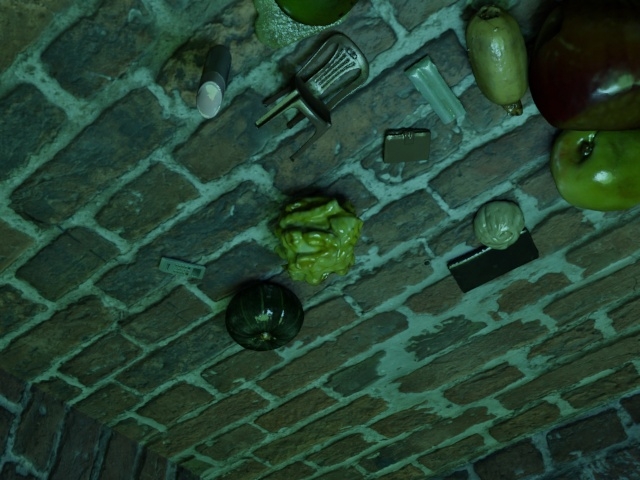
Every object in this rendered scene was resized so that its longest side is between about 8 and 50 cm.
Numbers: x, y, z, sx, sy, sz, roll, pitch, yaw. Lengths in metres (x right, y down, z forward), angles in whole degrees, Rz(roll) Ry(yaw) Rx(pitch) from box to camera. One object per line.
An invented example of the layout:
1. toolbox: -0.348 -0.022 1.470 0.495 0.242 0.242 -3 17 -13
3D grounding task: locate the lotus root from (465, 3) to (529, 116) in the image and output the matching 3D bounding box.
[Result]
1. lotus root: 0.501 -0.492 1.673 0.151 0.169 0.343 -20 127 9

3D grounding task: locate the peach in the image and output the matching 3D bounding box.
1. peach: 0.881 -0.232 1.836 0.314 0.282 0.315 -38 128 18

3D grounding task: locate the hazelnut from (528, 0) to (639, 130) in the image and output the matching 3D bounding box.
1. hazelnut: 0.773 -0.460 1.567 0.428 0.402 0.402 1 130 -20

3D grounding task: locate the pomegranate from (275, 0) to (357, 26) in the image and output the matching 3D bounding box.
1. pomegranate: -0.042 -0.685 1.421 0.358 0.216 0.310 11 110 -9

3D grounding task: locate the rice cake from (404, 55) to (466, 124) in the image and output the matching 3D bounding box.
1. rice cake: 0.349 -0.446 1.785 0.085 0.040 0.226 -34 123 21

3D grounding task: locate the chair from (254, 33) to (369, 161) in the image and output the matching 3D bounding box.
1. chair: -0.012 -0.413 1.702 0.326 0.183 0.175 -35 123 24

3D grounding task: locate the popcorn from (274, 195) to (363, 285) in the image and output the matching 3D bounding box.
1. popcorn: -0.009 -0.010 1.955 0.311 0.312 0.312 -2 129 -2

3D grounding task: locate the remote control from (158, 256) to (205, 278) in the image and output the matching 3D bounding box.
1. remote control: -0.507 0.099 2.180 0.162 0.029 0.061 14 129 -20

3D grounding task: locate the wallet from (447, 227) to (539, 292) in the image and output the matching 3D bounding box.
1. wallet: 0.644 0.073 2.217 0.321 0.044 0.170 -28 125 14

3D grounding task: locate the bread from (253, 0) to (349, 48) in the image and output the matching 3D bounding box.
1. bread: -0.065 -0.644 1.597 0.286 0.056 0.207 -22 128 12

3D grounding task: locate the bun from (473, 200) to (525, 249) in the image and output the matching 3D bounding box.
1. bun: 0.622 -0.046 2.069 0.183 0.102 0.184 2 118 4

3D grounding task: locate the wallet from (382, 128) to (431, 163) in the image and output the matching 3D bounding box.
1. wallet: 0.275 -0.302 1.898 0.152 0.039 0.118 -3 131 -6

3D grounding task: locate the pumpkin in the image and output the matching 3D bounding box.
1. pumpkin: -0.214 0.285 2.238 0.299 0.207 0.300 -8 141 -7

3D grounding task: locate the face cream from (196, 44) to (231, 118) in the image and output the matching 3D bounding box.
1. face cream: -0.286 -0.438 1.609 0.073 0.269 0.107 10 128 -11
